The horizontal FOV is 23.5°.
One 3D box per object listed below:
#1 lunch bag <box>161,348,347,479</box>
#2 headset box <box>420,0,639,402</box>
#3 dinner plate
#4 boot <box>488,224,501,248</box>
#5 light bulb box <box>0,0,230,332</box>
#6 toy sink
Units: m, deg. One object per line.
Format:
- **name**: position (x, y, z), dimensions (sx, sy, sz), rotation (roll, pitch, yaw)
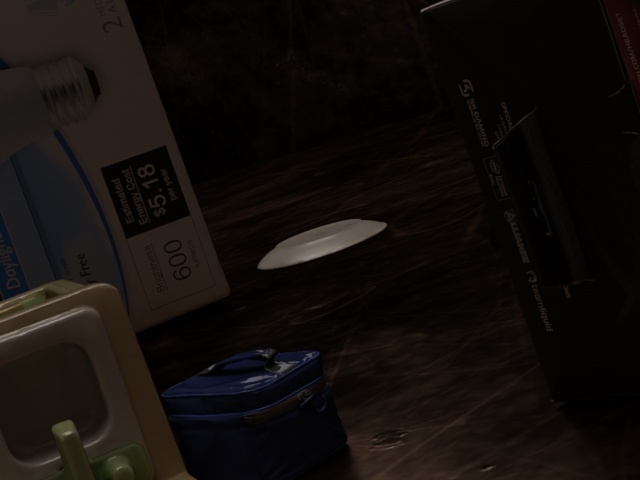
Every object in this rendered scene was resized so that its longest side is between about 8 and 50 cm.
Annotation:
- **lunch bag**: position (-0.036, 0.094, 0.848), dimensions (0.098, 0.065, 0.067), rotation (-11, 11, 45)
- **headset box**: position (0.191, -0.059, 0.820), dimensions (0.110, 0.218, 0.293), rotation (-13, 10, 45)
- **dinner plate**: position (0.000, 0.000, 1.590), dimensions (0.141, 0.017, 0.141), rotation (-17, 8, 3)
- **boot**: position (0.205, -0.026, 1.240), dimensions (0.106, 0.037, 0.114), rotation (-8, 8, 43)
- **light bulb box**: position (-0.331, -0.049, 1.447), dimensions (0.361, 0.357, 0.225), rotation (-22, 7, -18)
- **toy sink**: position (-0.172, 0.104, 0.855), dimensions (0.153, 0.131, 0.234), rotation (-22, 9, -17)
